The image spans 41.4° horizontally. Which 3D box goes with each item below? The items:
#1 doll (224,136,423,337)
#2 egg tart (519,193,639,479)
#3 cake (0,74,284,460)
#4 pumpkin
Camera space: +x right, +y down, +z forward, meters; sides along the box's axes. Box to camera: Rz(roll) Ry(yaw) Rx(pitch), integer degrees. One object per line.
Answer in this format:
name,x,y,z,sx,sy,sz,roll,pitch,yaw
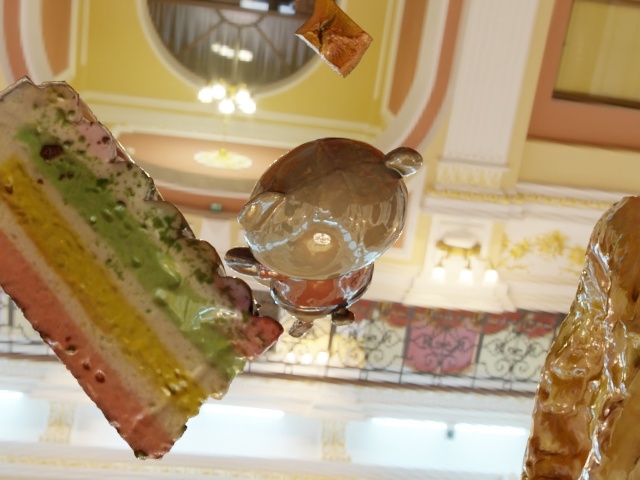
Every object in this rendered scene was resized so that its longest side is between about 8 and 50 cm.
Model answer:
doll,0.000,0.000,1.050,0.235,0.330,0.174,-18,-116,-14
egg tart,0.185,0.113,0.474,0.116,0.295,0.295,12,-161,11
cake,-0.130,0.015,0.520,0.225,0.109,0.090,49,170,7
pumpkin,0.020,-0.279,1.141,0.101,0.073,0.035,38,170,-8
